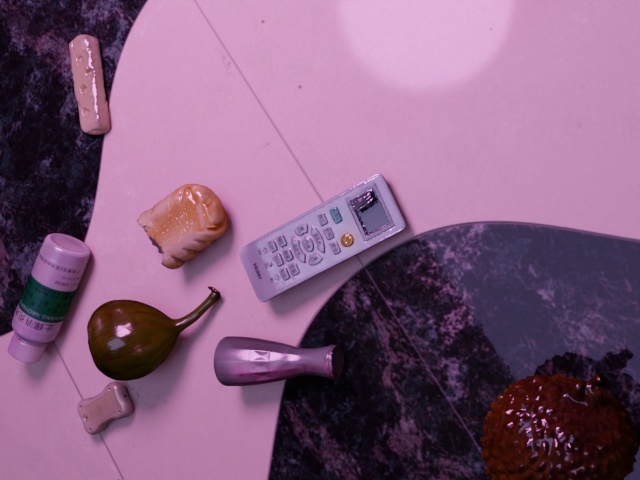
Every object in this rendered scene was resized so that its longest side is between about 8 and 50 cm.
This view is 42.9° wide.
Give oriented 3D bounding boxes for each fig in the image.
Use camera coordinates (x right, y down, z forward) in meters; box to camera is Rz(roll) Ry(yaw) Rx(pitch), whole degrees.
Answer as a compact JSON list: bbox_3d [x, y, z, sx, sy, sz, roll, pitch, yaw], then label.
[{"bbox_3d":[-0.293,0.164,1.489,0.260,0.151,0.151,-16,83,-1],"label":"fig"}]

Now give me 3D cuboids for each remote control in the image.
[{"bbox_3d":[-0.418,0.325,1.584,0.122,0.032,0.074,-31,77,25],"label":"remote control"},{"bbox_3d":[0.000,0.000,1.351,0.293,0.051,0.103,-28,79,21],"label":"remote control"}]

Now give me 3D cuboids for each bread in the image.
[{"bbox_3d":[-0.243,-0.026,1.455,0.177,0.084,0.119,-31,79,24],"label":"bread"}]

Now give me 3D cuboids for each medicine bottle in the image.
[{"bbox_3d":[-0.540,0.117,1.609,0.095,0.095,0.260,32,107,23],"label":"medicine bottle"}]

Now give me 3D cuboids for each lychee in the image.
[{"bbox_3d":[0.326,0.268,1.112,0.200,0.200,0.238,33,121,23],"label":"lychee"}]

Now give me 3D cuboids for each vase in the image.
[{"bbox_3d":[-0.069,0.204,1.377,0.214,0.086,0.086,-3,90,23],"label":"vase"}]

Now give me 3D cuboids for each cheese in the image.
[{"bbox_3d":[-0.448,-0.301,1.580,0.065,0.043,0.193,-11,88,32],"label":"cheese"}]
